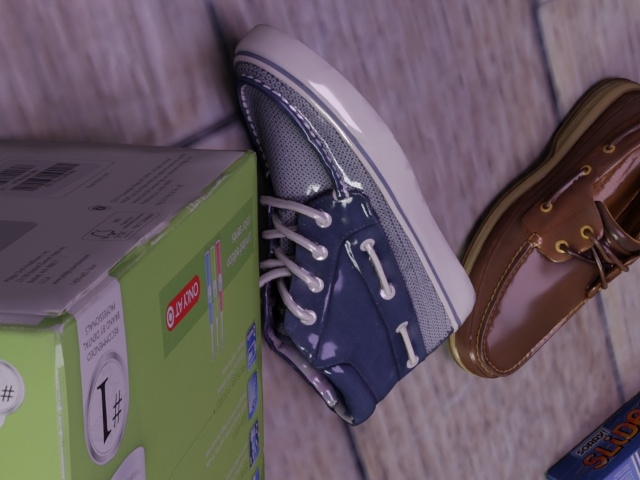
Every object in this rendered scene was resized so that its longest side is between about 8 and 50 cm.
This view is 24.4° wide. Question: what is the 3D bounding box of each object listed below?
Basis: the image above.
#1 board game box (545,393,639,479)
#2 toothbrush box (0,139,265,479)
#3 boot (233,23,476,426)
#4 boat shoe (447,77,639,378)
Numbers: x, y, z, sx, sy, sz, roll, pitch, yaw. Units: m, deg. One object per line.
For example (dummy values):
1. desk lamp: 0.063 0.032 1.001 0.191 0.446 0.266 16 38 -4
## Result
1. board game box: 0.233 0.132 0.875 0.201 0.035 0.136 -35 120 -21
2. toothbrush box: -0.100 0.123 0.532 0.206 0.122 0.283 -54 144 -68
3. boot: 0.000 0.000 0.657 0.086 0.069 0.190 -48 126 -17
4. boat shoe: 0.129 -0.005 0.749 0.064 0.060 0.178 43 79 -35
